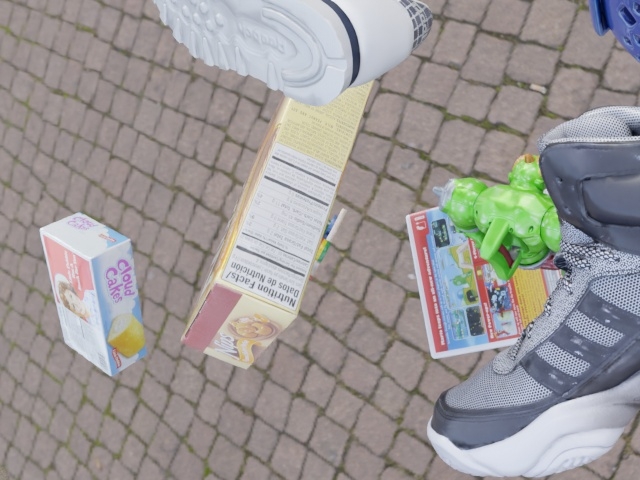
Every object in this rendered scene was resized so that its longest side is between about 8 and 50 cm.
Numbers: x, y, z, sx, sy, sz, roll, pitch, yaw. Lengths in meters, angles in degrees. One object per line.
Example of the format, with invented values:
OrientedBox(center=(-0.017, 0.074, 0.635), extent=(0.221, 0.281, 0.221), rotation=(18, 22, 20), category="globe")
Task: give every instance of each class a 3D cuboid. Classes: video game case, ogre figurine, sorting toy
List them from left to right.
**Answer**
OrientedBox(center=(0.000, 0.000, 1.618), extent=(0.046, 0.274, 0.132), rotation=(27, 77, 1), category="sorting toy")
OrientedBox(center=(0.260, 0.029, 0.989), extent=(0.285, 0.025, 0.204), rotation=(-15, 76, 28), category="video game case")
OrientedBox(center=(0.175, -0.008, 0.616), extent=(0.097, 0.118, 0.197), rotation=(-53, 49, 10), category="ogre figurine")

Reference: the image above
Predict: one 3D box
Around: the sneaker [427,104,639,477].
OrientedBox(center=(0.140, 0.020, 0.404), extent=(0.268, 0.101, 0.153), rotation=(-34, 91, 35), category="sneaker")

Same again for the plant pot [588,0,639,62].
OrientedBox(center=(0.550, -0.425, 1.195), extent=(0.236, 0.236, 0.212), rotation=(-44, 53, -3), category="plant pot")

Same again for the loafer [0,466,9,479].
OrientedBox(center=(-0.401, 0.295, 0.693), extent=(0.268, 0.102, 0.092), rotation=(-32, 54, -2), category="loafer")

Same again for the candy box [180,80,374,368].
OrientedBox(center=(-0.043, -0.040, 0.823), extent=(0.183, 0.087, 0.317), rotation=(128, 162, -59), category="candy box")

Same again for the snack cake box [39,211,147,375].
OrientedBox(center=(-0.414, 0.099, 1.403), extent=(0.152, 0.089, 0.265), rotation=(25, 130, 34), category="snack cake box")

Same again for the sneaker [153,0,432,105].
OrientedBox(center=(-0.035, -0.168, 0.523), extent=(0.235, 0.094, 0.090), rotation=(38, 147, 31), category="sneaker")
